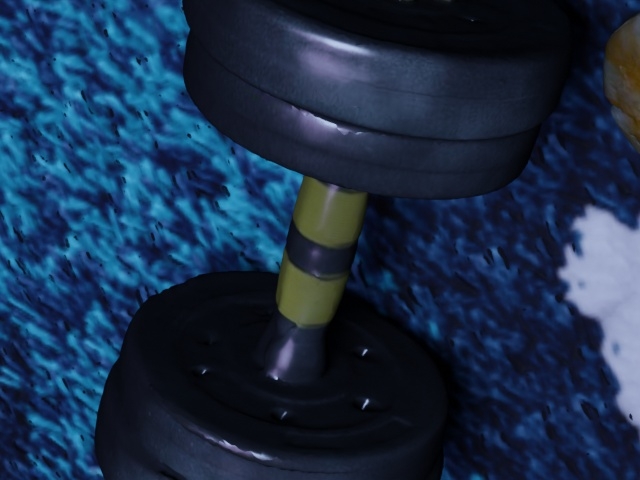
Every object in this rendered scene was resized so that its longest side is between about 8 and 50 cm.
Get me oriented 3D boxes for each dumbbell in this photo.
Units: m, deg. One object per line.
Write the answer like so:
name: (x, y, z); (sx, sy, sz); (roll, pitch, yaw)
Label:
dumbbell: (0.000, 0.000, 0.921); (0.185, 0.185, 0.388); (25, 119, 18)

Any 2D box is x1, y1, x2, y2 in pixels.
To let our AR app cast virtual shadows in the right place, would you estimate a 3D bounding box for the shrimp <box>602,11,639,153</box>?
shrimp: (0.212, -0.042, 0.877); (0.190, 0.042, 0.101); (35, 142, 12)
